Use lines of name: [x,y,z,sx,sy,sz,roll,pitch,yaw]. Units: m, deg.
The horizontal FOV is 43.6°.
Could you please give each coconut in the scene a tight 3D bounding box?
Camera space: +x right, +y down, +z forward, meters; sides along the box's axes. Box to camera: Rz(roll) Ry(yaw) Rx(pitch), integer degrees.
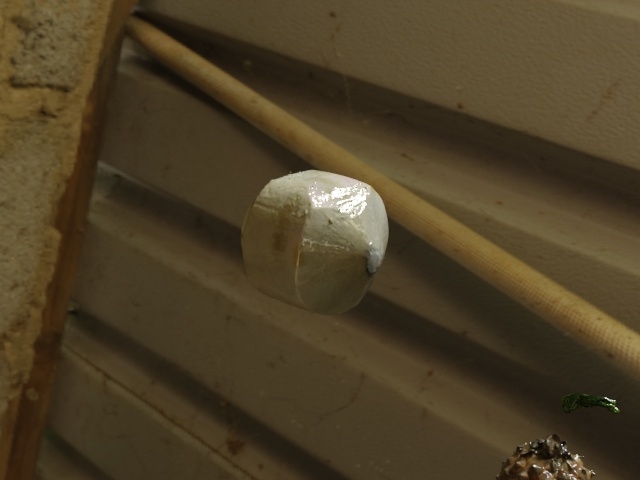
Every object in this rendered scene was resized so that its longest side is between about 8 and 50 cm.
coconut: [0.002,0.000,1.238,0.241,0.241,0.241,2,-87,36]

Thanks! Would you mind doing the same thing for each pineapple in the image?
pineapple: [0.350,0.389,1.244,0.166,0.166,0.193,15,-72,35]

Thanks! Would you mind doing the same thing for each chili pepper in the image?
chili pepper: [0.409,0.248,1.223,0.091,0.030,0.034,-8,-88,37]
